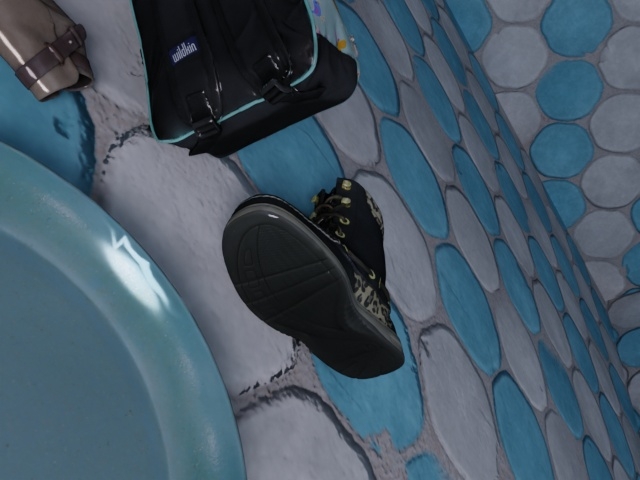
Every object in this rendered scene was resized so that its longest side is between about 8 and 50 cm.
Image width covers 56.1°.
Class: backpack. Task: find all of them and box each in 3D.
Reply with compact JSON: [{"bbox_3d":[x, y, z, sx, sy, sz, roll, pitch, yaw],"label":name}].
[{"bbox_3d":[-0.064,-0.178,0.492,0.144,0.166,0.188,-12,81,-63],"label":"backpack"}]

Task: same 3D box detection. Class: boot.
[{"bbox_3d":[-0.001,0.001,0.546,0.236,0.085,0.178,49,28,-40],"label":"boot"},{"bbox_3d":[-0.190,-0.126,0.366,0.086,0.042,0.118,62,28,-10],"label":"boot"}]

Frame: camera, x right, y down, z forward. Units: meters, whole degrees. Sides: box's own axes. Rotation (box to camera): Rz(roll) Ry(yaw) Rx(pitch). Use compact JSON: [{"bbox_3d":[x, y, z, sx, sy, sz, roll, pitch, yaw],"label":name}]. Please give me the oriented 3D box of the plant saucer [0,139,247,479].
[{"bbox_3d":[-0.151,0.082,0.227,0.317,0.044,0.317,43,28,-29],"label":"plant saucer"}]
